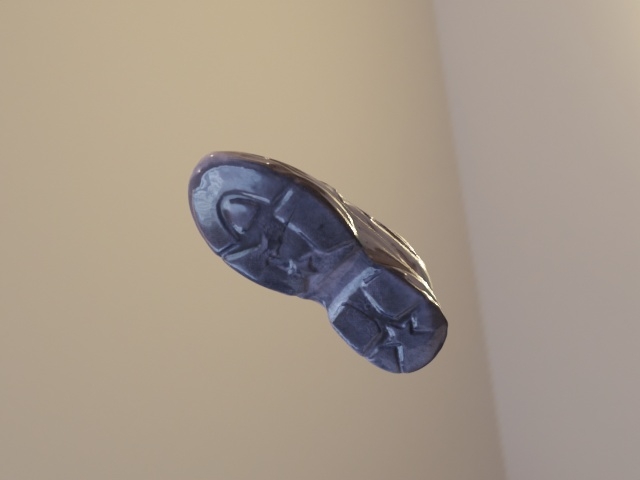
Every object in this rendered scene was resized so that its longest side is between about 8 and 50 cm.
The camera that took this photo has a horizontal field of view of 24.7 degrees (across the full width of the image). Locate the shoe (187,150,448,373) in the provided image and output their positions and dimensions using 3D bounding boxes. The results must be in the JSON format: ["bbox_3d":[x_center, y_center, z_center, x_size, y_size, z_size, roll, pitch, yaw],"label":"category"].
[{"bbox_3d":[0.000,0.000,1.199,0.245,0.137,0.095,37,-75,-13],"label":"shoe"}]
